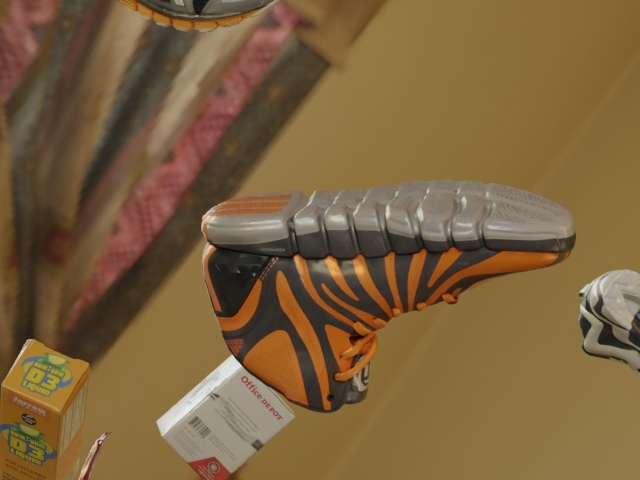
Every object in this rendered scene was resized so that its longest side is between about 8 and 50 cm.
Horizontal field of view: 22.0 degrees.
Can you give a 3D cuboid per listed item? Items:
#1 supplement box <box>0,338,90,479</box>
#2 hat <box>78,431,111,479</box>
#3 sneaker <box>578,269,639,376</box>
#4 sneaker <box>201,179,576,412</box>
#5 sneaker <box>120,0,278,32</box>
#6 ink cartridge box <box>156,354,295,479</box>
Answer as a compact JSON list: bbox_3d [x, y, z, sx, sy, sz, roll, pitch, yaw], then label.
[{"bbox_3d":[-0.309,0.215,1.816,0.078,0.080,0.233,22,-44,8],"label":"supplement box"},{"bbox_3d":[-0.227,0.310,1.451,0.208,0.184,0.173,59,1,4],"label":"hat"},{"bbox_3d":[0.420,0.139,2.155,0.235,0.094,0.153,44,-12,-9],"label":"sneaker"},{"bbox_3d":[0.061,0.049,1.404,0.321,0.180,0.124,-1,17,18],"label":"sneaker"},{"bbox_3d":[-0.122,-0.216,1.201,0.215,0.084,0.083,16,-48,16],"label":"sneaker"},{"bbox_3d":[-0.114,0.216,1.988,0.099,0.135,0.056,49,-1,-21],"label":"ink cartridge box"}]
